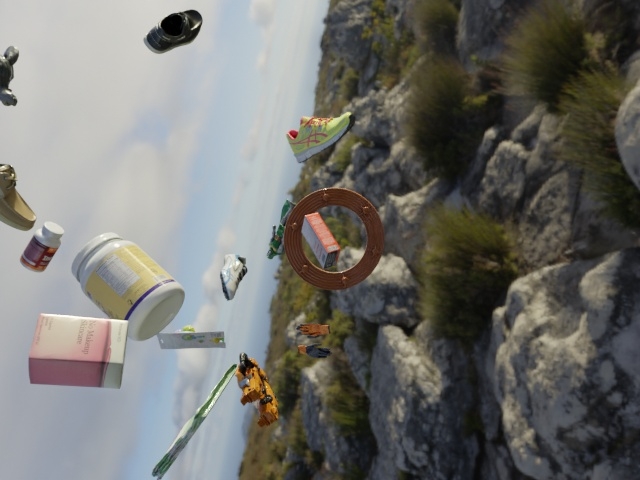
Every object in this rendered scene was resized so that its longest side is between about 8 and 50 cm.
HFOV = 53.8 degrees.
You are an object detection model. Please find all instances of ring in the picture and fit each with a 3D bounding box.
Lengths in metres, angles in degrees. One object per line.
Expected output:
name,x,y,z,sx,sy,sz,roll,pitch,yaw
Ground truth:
ring,0.048,-0.005,2.047,0.032,0.336,0.336,-171,93,-80

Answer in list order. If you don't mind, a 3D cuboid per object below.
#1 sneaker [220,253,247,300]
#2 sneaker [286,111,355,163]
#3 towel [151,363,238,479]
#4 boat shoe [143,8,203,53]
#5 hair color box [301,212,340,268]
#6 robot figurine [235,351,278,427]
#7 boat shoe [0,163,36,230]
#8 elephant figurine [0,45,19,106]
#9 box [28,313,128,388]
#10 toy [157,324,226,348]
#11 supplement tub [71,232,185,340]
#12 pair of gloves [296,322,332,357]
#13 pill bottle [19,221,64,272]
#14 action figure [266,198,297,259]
sneaker,-0.292,0.117,2.128,0.237,0.086,0.085,-96,1,-59
sneaker,-0.008,-0.263,1.509,0.208,0.094,0.081,-24,15,39
towel,-0.367,0.526,1.837,0.325,0.038,0.248,-55,0,30
boat shoe,-0.382,-0.578,1.706,0.079,0.084,0.233,-41,10,41
hair color box,0.000,0.000,1.719,0.141,0.043,0.072,60,152,32
robot figurine,-0.223,0.500,2.143,0.085,0.211,0.291,-34,18,-3
boat shoe,-0.831,-0.153,1.609,0.098,0.302,0.109,-35,25,5
elephant figurine,-0.904,-0.474,1.733,0.169,0.239,0.186,-57,-48,-35
box,-0.641,0.296,1.682,0.148,0.232,0.127,-99,22,-44
toy,-0.464,0.345,2.285,0.137,0.237,0.056,97,174,-55
supplement tub,-0.650,0.152,2.128,0.241,0.331,0.241,-46,-17,-18
pair of gloves,-0.014,0.208,1.305,0.010,0.074,0.083,-59,-33,-63
pill bottle,-0.880,0.019,1.998,0.152,0.086,0.086,-54,12,14
action figure,-0.142,-0.031,2.378,0.137,0.063,0.232,31,97,43
